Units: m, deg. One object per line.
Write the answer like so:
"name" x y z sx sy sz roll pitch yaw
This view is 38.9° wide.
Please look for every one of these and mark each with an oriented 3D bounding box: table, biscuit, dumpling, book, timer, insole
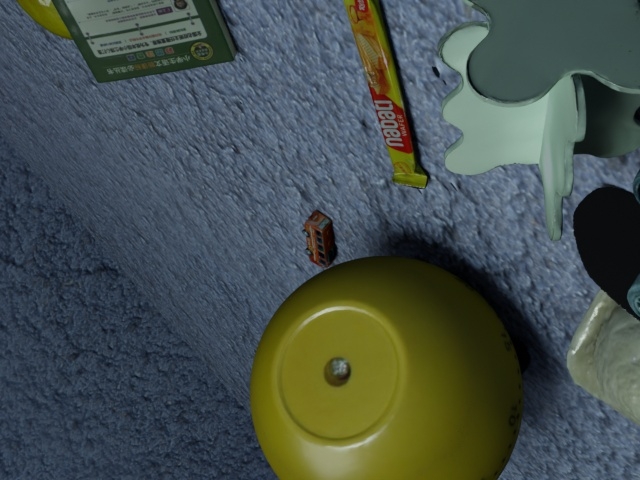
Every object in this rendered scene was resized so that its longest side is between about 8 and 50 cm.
"table" 0.173 -0.107 0.679 0.166 0.166 0.198 37 165 23
"biscuit" 0.067 -0.164 0.945 0.048 0.026 0.292 9 143 28
"dumpling" 0.323 0.088 0.794 0.216 0.126 0.166 11 102 63
"book" -0.238 -0.313 1.096 0.202 0.027 0.264 -7 136 17
"timer" 0.098 0.195 1.161 0.376 0.376 0.387 35 179 28
"insole" 0.301 0.050 0.753 0.253 0.086 0.005 54 -174 31

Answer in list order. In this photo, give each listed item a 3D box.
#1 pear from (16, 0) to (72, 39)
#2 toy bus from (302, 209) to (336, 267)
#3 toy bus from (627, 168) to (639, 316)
"pear" -0.334 -0.350 1.197 0.149 0.149 0.162 25 154 44
"toy bus" 0.000 0.000 1.367 0.043 0.031 0.110 29 154 23
"toy bus" 0.309 -0.019 0.598 0.165 0.133 0.271 26 154 33
